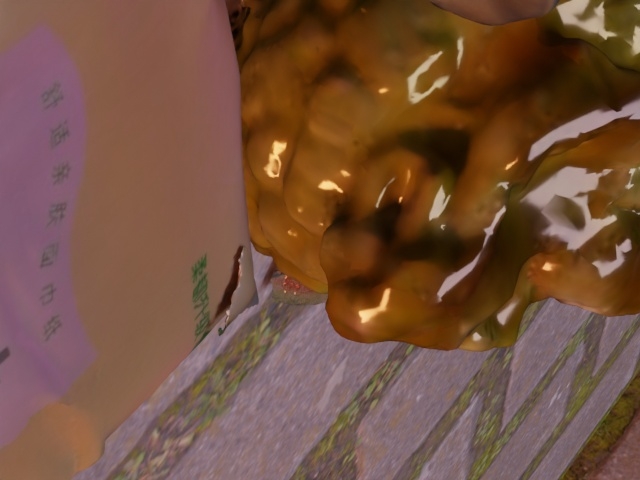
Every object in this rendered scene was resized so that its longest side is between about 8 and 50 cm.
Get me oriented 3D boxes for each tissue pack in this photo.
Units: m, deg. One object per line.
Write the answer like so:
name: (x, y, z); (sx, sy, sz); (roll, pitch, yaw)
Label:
tissue pack: (-0.122, -0.027, 0.486); (0.215, 0.123, 0.257); (-47, 147, -33)

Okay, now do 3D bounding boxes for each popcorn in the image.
popcorn: (0.069, -0.052, 0.764); (0.206, 0.237, 0.251); (118, -18, -51)

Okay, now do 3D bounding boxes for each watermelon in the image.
watermelon: (0.000, 0.000, 0.975); (0.085, 0.085, 0.061); (-47, 118, -29)

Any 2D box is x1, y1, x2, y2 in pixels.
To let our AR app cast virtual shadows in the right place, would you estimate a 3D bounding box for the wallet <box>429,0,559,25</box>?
wallet: (0.084, -0.276, 0.538); (0.252, 0.083, 0.360); (36, 72, -59)
